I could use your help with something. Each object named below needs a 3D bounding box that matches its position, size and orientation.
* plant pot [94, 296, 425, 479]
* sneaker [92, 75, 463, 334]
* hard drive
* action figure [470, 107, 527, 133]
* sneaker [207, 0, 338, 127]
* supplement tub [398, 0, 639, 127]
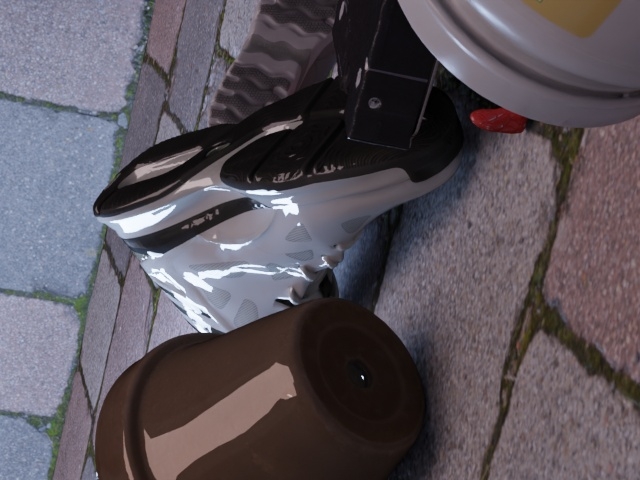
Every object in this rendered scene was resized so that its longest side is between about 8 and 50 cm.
[{"bbox_3d":[-0.032,0.166,1.318,0.229,0.263,0.263,-40,39,37],"label":"plant pot"},{"bbox_3d":[0.000,-0.001,1.454,0.447,0.257,0.169,-10,32,44],"label":"sneaker"},{"bbox_3d":[0.081,-0.275,1.226,0.237,0.064,0.339,-97,18,-60],"label":"hard drive"},{"bbox_3d":[0.150,-0.199,1.074,0.280,0.139,0.091,124,150,-47],"label":"action figure"},{"bbox_3d":[-0.031,-0.206,1.606,0.281,0.105,0.115,-55,-11,-11],"label":"sneaker"},{"bbox_3d":[0.189,-0.230,0.774,0.331,0.241,0.241,127,148,-55],"label":"supplement tub"}]
